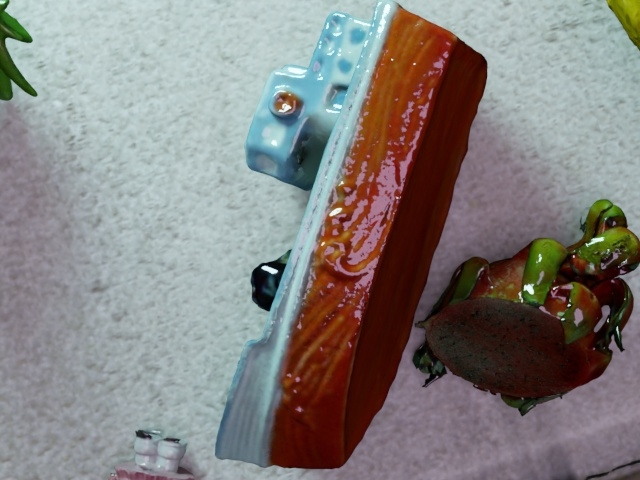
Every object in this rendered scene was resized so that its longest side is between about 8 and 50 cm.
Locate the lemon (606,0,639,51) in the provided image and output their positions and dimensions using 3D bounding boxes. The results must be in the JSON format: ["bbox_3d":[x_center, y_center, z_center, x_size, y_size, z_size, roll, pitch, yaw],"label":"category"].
[{"bbox_3d":[0.320,-0.187,0.971,0.310,0.258,0.258,38,92,-7],"label":"lemon"}]

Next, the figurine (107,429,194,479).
[{"bbox_3d":[-0.132,0.201,1.078,0.072,0.054,0.129,10,92,0],"label":"figurine"}]

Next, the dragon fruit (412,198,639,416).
[{"bbox_3d":[0.158,0.052,1.057,0.175,0.138,0.142,-44,56,-15],"label":"dragon fruit"}]

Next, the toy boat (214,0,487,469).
[{"bbox_3d":[0.000,0.000,1.032,0.133,0.145,0.332,18,92,19],"label":"toy boat"}]

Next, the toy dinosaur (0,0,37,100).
[{"bbox_3d":[-0.271,-0.085,0.987,0.152,0.194,0.177,23,76,-18],"label":"toy dinosaur"}]
